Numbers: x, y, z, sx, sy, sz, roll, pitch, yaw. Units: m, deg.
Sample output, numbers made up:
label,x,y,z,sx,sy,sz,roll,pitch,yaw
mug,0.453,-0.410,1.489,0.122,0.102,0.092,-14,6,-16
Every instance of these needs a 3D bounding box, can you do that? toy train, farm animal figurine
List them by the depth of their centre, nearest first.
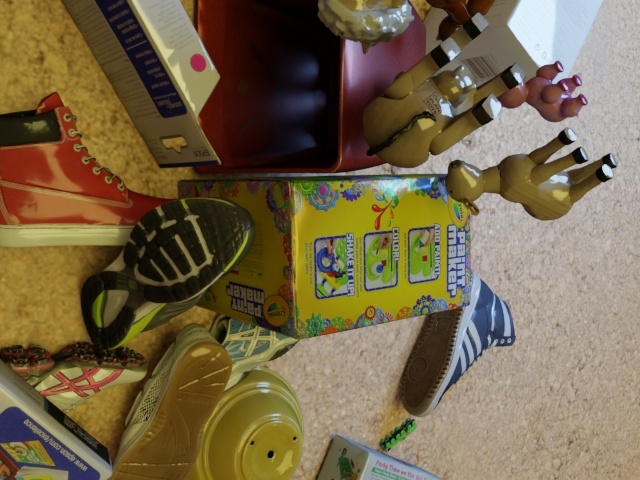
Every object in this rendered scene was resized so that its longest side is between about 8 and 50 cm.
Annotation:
label,x,y,z,sx,sy,sz,roll,pitch,yaw
farm animal figurine,0.154,-0.149,0.779,0.326,0.172,0.330,-21,81,-48
toy train,0.140,0.346,1.212,0.083,0.017,0.024,-30,121,-30

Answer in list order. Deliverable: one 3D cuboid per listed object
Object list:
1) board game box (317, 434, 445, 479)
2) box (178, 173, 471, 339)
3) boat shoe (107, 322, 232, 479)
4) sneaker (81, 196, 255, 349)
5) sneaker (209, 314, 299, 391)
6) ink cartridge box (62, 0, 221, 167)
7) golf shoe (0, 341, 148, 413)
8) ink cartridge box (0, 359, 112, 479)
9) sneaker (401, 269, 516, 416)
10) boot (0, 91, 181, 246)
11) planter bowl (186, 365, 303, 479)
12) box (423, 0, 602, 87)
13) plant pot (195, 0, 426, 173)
label,x,y,z,sx,sy,sz,roll,pitch,yaw
board game box,0.069,0.506,1.125,0.224,0.097,0.304,32,77,-34
box,0.000,0.000,0.913,0.279,0.289,0.177,-6,97,-35
boat shoe,-0.206,0.237,0.906,0.098,0.096,0.277,25,100,-33
sneaker,-0.173,0.031,0.819,0.121,0.300,0.111,-19,82,-51
sneaker,-0.099,0.134,0.981,0.211,0.080,0.081,-35,115,-29
ink cartridge box,-0.226,-0.258,0.797,0.069,0.175,0.371,-37,114,-28
golf shoe,-0.309,0.173,0.847,0.186,0.067,0.086,2,103,-27
ink cartridge box,-0.445,0.259,0.736,0.307,0.072,0.304,-40,117,-6
sneaker,0.256,0.203,1.234,0.153,0.099,0.282,34,71,-31
boot,-0.267,-0.086,0.828,0.244,0.088,0.176,-2,102,-33
planter bowl,-0.093,0.299,0.994,0.217,0.090,0.217,-4,96,-35
box,0.345,-0.427,1.175,0.168,0.215,0.345,38,73,-32
plant pot,0.003,-0.219,0.934,0.235,0.267,0.267,-2,95,-49
